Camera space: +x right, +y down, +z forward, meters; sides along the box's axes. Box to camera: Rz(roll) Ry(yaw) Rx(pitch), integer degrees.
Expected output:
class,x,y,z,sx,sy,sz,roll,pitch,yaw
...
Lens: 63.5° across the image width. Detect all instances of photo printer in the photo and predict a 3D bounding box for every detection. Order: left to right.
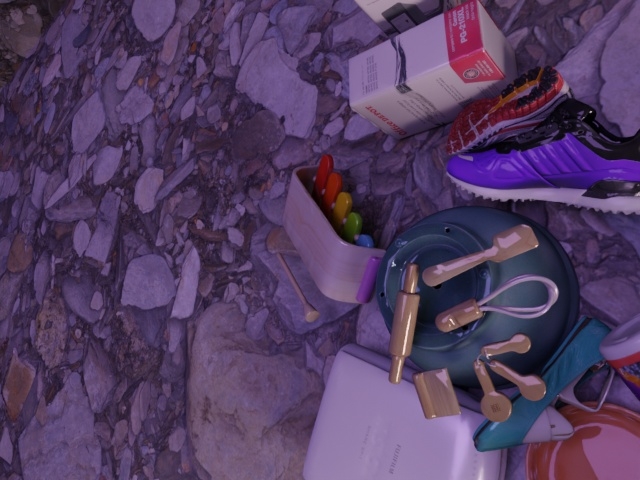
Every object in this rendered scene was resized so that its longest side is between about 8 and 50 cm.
class,x,y,z,sx,sy,sz,roll,pitch,yaw
photo printer,0.132,0.335,0.822,0.307,0.107,0.256,17,91,40

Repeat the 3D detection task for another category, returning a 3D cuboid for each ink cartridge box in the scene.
class,x,y,z,sx,sy,sz,roll,pitch,yaw
ink cartridge box,0.143,-0.470,0.891,0.115,0.273,0.198,-9,75,34
ink cartridge box,0.188,-0.274,0.874,0.237,0.172,0.100,-13,70,36

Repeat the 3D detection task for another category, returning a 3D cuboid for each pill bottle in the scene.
class,x,y,z,sx,sy,sz,roll,pitch,yaw
pill bottle,0.434,0.177,0.601,0.108,0.108,0.193,-42,76,24

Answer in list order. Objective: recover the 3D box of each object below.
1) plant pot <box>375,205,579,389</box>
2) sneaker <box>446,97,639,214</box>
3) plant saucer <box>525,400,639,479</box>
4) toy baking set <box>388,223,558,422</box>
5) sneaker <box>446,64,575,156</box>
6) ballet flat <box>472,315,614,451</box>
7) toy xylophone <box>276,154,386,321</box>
class,x,y,z,sx,sy,sz,roll,pitch,yaw
plant pot,0.204,0.075,0.768,0.293,0.196,0.293,-10,73,37
sneaker,0.329,-0.132,0.746,0.293,0.102,0.146,11,115,32
plant saucer,0.376,0.314,0.679,0.200,0.037,0.200,-10,73,36
toy baking set,0.181,0.103,0.639,0.196,0.030,0.256,6,94,28
sneaker,0.295,-0.181,0.826,0.225,0.092,0.088,-20,48,52
ballet flat,0.312,0.206,0.680,0.247,0.083,0.087,-42,53,-9
toy xylophone,0.000,0.000,0.973,0.323,0.081,0.236,-115,34,-40
